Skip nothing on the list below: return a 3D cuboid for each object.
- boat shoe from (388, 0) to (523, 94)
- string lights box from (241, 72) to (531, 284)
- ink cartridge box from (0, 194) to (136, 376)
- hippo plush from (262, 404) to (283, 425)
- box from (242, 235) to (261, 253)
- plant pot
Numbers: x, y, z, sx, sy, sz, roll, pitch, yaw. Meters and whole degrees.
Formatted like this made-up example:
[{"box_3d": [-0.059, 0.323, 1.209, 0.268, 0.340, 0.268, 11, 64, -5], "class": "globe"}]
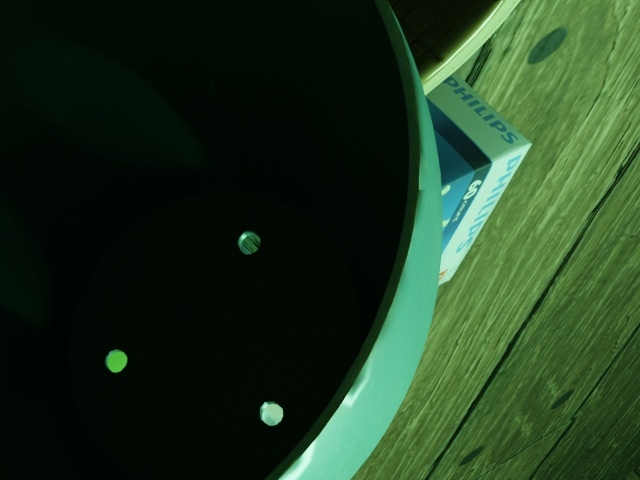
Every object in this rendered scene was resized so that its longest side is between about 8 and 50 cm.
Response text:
[{"box_3d": [0.091, -0.171, 0.902, 0.342, 0.123, 0.123, -50, 157, 14], "class": "boat shoe"}, {"box_3d": [0.000, 0.000, 1.086, 0.260, 0.077, 0.133, -26, 153, -43], "class": "string lights box"}, {"box_3d": [-0.188, 0.042, 0.936, 0.189, 0.097, 0.255, -30, -167, -24], "class": "ink cartridge box"}, {"box_3d": [-0.105, 0.190, 1.304, 0.237, 0.234, 0.294, -9, 144, 6], "class": "hippo plush"}, {"box_3d": [-0.049, -0.034, 0.921, 0.027, 0.137, 0.094, -41, 162, -7], "class": "box"}, {"box_3d": [-0.076, 0.015, 0.720, 0.290, 0.290, 0.195, -39, 154, 2], "class": "plant pot"}]
